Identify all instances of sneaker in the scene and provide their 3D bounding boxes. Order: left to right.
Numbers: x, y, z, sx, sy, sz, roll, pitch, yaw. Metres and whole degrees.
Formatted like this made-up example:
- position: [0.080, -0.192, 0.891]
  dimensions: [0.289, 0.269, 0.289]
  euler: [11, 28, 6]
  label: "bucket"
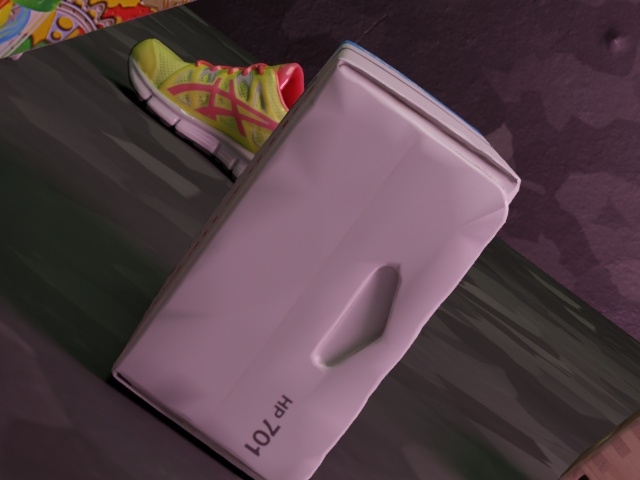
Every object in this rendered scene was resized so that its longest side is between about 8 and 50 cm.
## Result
- position: [-0.054, -0.100, 1.195]
  dimensions: [0.208, 0.094, 0.081]
  euler: [37, 9, 22]
  label: "sneaker"

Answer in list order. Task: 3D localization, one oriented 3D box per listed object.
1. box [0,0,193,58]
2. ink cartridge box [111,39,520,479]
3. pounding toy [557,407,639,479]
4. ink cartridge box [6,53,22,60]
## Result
- position: [-0.148, -0.183, 0.456]
  dimensions: [0.279, 0.177, 0.290]
  euler: [-21, 40, -24]
  label: "box"
- position: [0.000, 0.000, 0.632]
  dimensions: [0.082, 0.140, 0.191]
  euler: [37, 7, -3]
  label: "ink cartridge box"
- position: [0.161, 0.135, 0.774]
  dimensions: [0.130, 0.100, 0.141]
  euler: [52, 13, 10]
  label: "pounding toy"
- position: [-0.251, -0.200, 0.706]
  dimensions: [0.273, 0.115, 0.198]
  euler: [30, -5, -33]
  label: "ink cartridge box"
